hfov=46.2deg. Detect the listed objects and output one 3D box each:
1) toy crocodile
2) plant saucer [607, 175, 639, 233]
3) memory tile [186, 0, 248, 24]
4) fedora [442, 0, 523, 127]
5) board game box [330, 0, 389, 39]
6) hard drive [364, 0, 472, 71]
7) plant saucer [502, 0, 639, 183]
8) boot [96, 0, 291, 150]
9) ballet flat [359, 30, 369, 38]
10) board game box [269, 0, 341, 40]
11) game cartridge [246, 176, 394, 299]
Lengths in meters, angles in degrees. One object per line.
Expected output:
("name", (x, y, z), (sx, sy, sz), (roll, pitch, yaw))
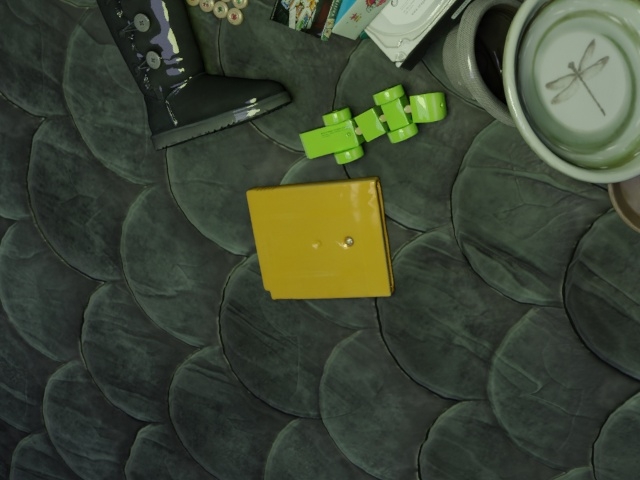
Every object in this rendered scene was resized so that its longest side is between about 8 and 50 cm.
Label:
("toy crocodile", (0.109, -0.254, 1.634), (0.340, 0.105, 0.115), (-18, 102, 27))
("plant saucer", (0.721, -0.130, 1.502), (0.278, 0.041, 0.278), (5, 110, 15))
("memory tile", (-0.228, -0.559, 1.678), (0.148, 0.012, 0.113), (26, 114, 8))
("fedora", (0.343, -0.345, 1.479), (0.275, 0.124, 0.244), (28, 76, -29))
("board game box", (0.037, -0.578, 1.445), (0.224, 0.097, 0.303), (-44, 69, 27))
("hard drive", (0.138, -0.534, 1.475), (0.237, 0.064, 0.339), (-46, 68, 25))
("plant saucer", (0.505, -0.303, 1.418), (0.400, 0.100, 0.400), (0, 89, -15))
("boot", (-0.296, -0.459, 1.673), (0.367, 0.146, 0.445), (-14, 99, 21))
("ballet flat", (0.171, -0.497, 1.538), (0.248, 0.086, 0.086), (-18, 102, 23))
("board game box", (0.000, -0.518, 1.398), (0.136, 0.030, 0.260), (31, 109, 32))
("game cartridge", (0.000, 0.000, 1.780), (0.323, 0.052, 0.285), (-2, 107, 21))
